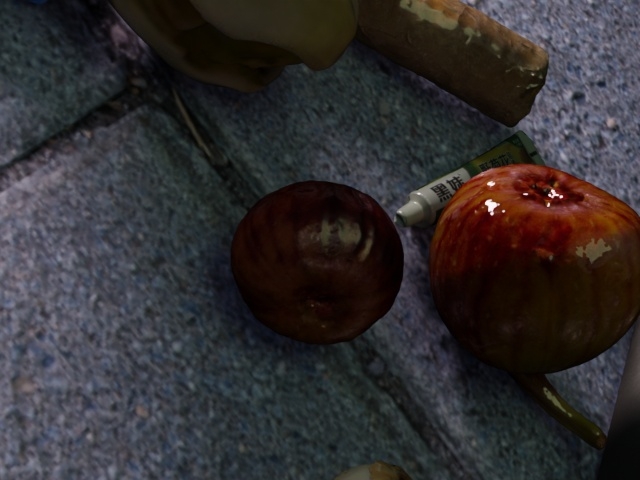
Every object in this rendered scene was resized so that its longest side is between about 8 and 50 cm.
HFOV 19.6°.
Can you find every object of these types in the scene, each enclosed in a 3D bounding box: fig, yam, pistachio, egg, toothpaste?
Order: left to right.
[{"bbox_3d":[-0.085,-0.236,1.380,0.288,0.166,0.197,51,45,-40],"label":"pistachio"},{"bbox_3d":[0.007,0.011,1.367,0.128,0.128,0.150,55,40,3],"label":"fig"},{"bbox_3d":[0.037,-0.203,1.543,0.356,0.081,0.081,27,51,-23],"label":"yam"},{"bbox_3d":[0.041,0.198,1.313,0.071,0.071,0.083,-32,98,-44],"label":"egg"},{"bbox_3d":[0.125,-0.047,1.551,0.204,0.031,0.049,-25,82,-46],"label":"toothpaste"},{"bbox_3d":[0.165,0.049,1.462,0.175,0.207,0.175,6,33,-4],"label":"fig"}]

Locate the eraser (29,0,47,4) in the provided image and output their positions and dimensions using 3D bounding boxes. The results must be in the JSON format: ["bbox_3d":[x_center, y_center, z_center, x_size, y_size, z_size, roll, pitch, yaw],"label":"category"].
[{"bbox_3d":[-0.221,-0.326,1.441,0.144,0.042,0.312,33,49,-19],"label":"eraser"}]

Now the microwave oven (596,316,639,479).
[{"bbox_3d":[0.472,0.212,1.524,0.432,0.236,0.374,36,47,-16],"label":"microwave oven"}]
